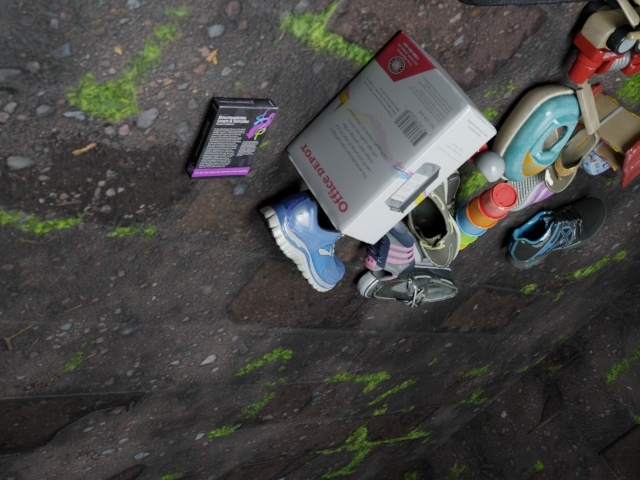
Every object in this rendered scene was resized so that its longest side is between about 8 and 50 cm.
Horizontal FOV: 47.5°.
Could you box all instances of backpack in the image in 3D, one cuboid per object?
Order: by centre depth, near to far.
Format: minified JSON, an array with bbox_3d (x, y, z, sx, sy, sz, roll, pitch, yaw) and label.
[{"bbox_3d":[0.753,-0.241,1.912,0.173,0.117,0.158,-38,150,11],"label":"backpack"}]

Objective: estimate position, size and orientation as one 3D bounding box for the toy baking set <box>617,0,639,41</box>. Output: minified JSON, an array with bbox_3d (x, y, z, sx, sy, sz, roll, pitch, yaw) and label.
[{"bbox_3d":[0.623,-0.482,1.413,0.256,0.196,0.030,-20,-172,-26],"label":"toy baking set"}]

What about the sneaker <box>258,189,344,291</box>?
[{"bbox_3d":[0.000,0.000,1.544,0.147,0.129,0.330,-32,150,3],"label":"sneaker"}]

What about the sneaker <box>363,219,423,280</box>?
[{"bbox_3d":[0.155,0.014,1.725,0.131,0.112,0.319,-36,149,0],"label":"sneaker"}]

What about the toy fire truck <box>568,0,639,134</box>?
[{"bbox_3d":[0.630,-0.376,1.567,0.217,0.158,0.246,-15,148,-28],"label":"toy fire truck"}]

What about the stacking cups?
[{"bbox_3d":[0.378,-0.062,1.732,0.096,0.096,0.316,-22,170,-19],"label":"stacking cups"}]

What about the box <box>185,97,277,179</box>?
[{"bbox_3d":[-0.154,-0.173,1.249,0.116,0.029,0.162,-7,142,-39],"label":"box"}]

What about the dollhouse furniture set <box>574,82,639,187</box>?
[{"bbox_3d":[0.799,-0.331,1.758,0.374,0.201,0.152,-38,150,-4],"label":"dollhouse furniture set"}]

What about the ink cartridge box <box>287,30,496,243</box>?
[{"bbox_3d":[0.120,-0.179,1.302,0.306,0.226,0.131,-44,147,20],"label":"ink cartridge box"}]

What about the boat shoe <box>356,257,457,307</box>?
[{"bbox_3d":[0.249,0.117,1.954,0.335,0.119,0.121,-7,141,-37],"label":"boat shoe"}]

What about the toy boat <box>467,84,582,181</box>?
[{"bbox_3d":[0.445,-0.213,1.632,0.318,0.148,0.267,-15,145,-29],"label":"toy boat"}]

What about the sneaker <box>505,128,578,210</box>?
[{"bbox_3d":[0.592,-0.192,1.862,0.161,0.102,0.282,-14,155,-36],"label":"sneaker"}]

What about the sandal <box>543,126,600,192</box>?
[{"bbox_3d":[0.587,-0.189,1.713,0.180,0.072,0.049,-58,173,32],"label":"sandal"}]

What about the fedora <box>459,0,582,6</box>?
[{"bbox_3d":[0.367,-0.459,1.152,0.334,0.334,0.152,-15,113,-28],"label":"fedora"}]

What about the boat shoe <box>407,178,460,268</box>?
[{"bbox_3d":[0.255,-0.036,1.681,0.305,0.109,0.091,71,33,-42],"label":"boat shoe"}]

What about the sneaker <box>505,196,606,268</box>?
[{"bbox_3d":[0.707,-0.038,2.155,0.341,0.125,0.139,-31,145,-8],"label":"sneaker"}]

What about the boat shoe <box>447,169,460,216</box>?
[{"bbox_3d":[0.291,-0.075,1.760,0.080,0.073,0.223,-13,145,-31],"label":"boat shoe"}]
